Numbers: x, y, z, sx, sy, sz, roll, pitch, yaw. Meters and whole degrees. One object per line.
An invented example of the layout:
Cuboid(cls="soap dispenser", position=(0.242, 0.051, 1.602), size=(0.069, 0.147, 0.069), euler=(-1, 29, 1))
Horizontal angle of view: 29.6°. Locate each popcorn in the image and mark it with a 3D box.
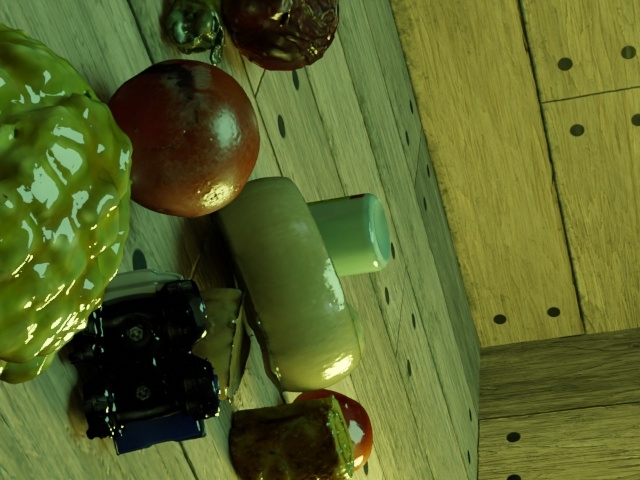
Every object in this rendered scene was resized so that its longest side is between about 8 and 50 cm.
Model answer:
Cuboid(cls="popcorn", position=(-0.291, -0.042, 0.980), size=(0.274, 0.279, 0.335), euler=(33, 60, -46))

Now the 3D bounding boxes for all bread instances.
Cuboid(cls="bread", position=(-0.044, 0.318, 1.871), size=(0.103, 0.172, 0.132), euler=(-76, 152, -55))

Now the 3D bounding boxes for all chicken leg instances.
Cuboid(cls="chicken leg", position=(-0.192, -0.478, 1.897), size=(0.201, 0.153, 0.429), euler=(18, 71, -60))

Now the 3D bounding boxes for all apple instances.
Cuboid(cls="apple", position=(0.014, 0.332, 2.118), size=(0.163, 0.163, 0.139), euler=(54, 38, -60))

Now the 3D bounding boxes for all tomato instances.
Cuboid(cls="tomato", position=(-0.181, -0.136, 1.554), size=(0.184, 0.208, 0.208), euler=(73, 15, -56))

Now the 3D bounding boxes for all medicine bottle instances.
Cuboid(cls="medicine bottle", position=(0.000, 0.000, 2.120), size=(0.139, 0.226, 0.139), euler=(-10, 90, -75))

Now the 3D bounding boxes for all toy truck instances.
Cuboid(cls="toy truck", position=(-0.208, 0.140, 1.452), size=(0.177, 0.161, 0.213), euler=(-164, -117, -85))

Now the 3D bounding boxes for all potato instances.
Cuboid(cls="potato", position=(-0.156, 0.157, 1.702), size=(0.243, 0.098, 0.138), euler=(89, 10, -68))

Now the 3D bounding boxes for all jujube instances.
Cuboid(cls="jujube", position=(-0.076, -0.406, 2.095), size=(0.342, 0.216, 0.216), euler=(-3, 84, -84))

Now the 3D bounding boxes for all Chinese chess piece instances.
Cuboid(cls="Chinese chess piece", position=(-0.055, 0.069, 1.856), size=(0.338, 0.141, 0.338), euler=(160, -90, -82))

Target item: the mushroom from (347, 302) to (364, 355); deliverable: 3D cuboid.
Cuboid(cls="mushroom", position=(0.005, 0.174, 2.248), size=(0.166, 0.127, 0.166), euler=(44, 27, -30))
